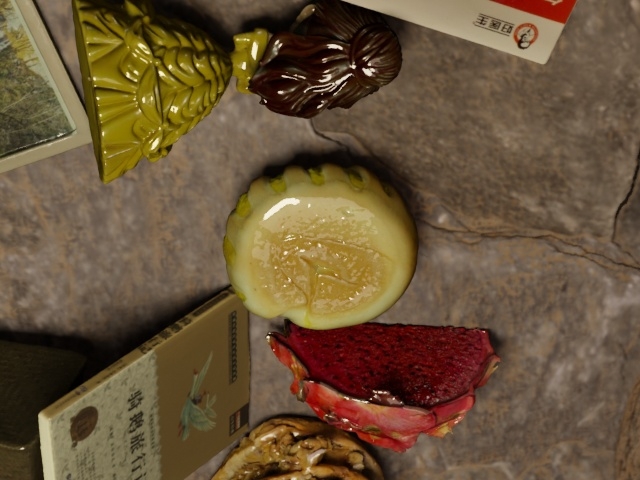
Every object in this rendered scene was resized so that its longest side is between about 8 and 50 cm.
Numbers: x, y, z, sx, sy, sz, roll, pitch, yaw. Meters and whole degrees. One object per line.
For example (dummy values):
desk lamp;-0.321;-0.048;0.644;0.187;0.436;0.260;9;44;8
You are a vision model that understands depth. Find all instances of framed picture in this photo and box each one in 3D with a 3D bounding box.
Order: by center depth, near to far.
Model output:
framed picture;-0.395;-0.198;1.577;0.240;0.020;0.324;-17;122;5

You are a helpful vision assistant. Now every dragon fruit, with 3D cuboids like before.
dragon fruit;0.070;0.184;1.783;0.274;0.161;0.126;4;120;-10

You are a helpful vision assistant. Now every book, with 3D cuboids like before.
book;-0.186;0.202;1.724;0.021;0.310;0.217;24;129;31

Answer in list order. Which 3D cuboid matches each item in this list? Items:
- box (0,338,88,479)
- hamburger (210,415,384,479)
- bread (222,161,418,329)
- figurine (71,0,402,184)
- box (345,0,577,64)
box;-0.406;0.207;1.703;0.273;0.184;0.143;9;123;7
hamburger;-0.035;0.361;1.865;0.260;0.211;0.245;-21;128;2
bread;0.000;0.000;1.692;0.213;0.104;0.213;-1;120;-2
figurine;-0.079;-0.175;1.566;0.315;0.168;0.187;-9;84;-11
box;0.105;-0.323;1.522;0.353;0.069;0.214;16;120;-13
